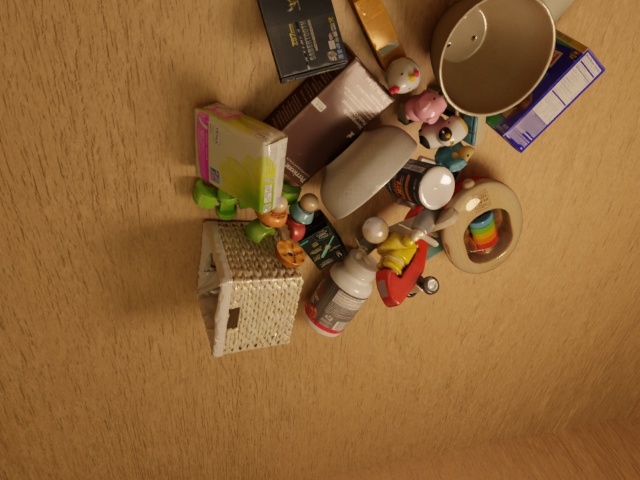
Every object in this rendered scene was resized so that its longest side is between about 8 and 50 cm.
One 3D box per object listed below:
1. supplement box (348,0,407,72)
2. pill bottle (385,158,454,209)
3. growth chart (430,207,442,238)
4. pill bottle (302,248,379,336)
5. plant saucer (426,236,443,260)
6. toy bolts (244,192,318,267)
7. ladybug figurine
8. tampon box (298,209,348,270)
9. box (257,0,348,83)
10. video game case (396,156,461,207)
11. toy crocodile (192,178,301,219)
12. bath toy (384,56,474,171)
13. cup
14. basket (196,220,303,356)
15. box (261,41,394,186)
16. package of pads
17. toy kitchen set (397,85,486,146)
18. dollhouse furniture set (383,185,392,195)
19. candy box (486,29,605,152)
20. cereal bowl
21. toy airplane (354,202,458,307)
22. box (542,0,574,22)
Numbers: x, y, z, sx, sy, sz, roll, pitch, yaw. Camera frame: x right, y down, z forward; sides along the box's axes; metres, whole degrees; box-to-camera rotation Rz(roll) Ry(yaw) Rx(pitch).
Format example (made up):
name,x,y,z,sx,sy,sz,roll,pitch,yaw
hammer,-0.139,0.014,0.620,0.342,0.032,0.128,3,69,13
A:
name,x,y,z,sx,sy,sz,roll,pitch,yaw
supplement box,0.159,-0.585,1.502,0.080,0.078,0.233,-33,130,8
pill bottle,0.284,-0.182,1.657,0.131,0.246,0.130,-8,109,-24
growth chart,0.499,-0.092,2.025,0.172,0.021,0.237,17,120,-29
pill bottle,0.082,0.190,2.006,0.176,0.176,0.318,19,118,-29
plant saucer,0.400,0.058,2.097,0.192,0.018,0.067,-35,132,18
toy bolts,-0.079,-0.054,1.671,0.158,0.218,0.228,-53,167,32
ladybug figurine,0.558,-0.067,1.940,0.305,0.162,0.449,-26,133,-1
tampon box,0.000,0.000,1.882,0.120,0.101,0.161,-30,130,7
box,-0.047,-0.544,1.405,0.184,0.059,0.232,-15,93,-5
video game case,0.380,-0.190,1.911,0.173,0.022,0.190,12,121,-25
toy crocodile,-0.228,-0.143,1.707,0.341,0.105,0.115,-6,150,-16
bath toy,0.303,-0.356,1.534,0.151,0.129,0.348,-20,121,39
cup,0.440,-0.549,1.516,0.331,0.237,0.331,-8,129,-11
basket,-0.246,0.145,1.780,0.267,0.331,0.328,-3,127,-23
box,0.002,-0.361,1.586,0.381,0.143,0.191,-41,127,17
package of pads,-0.227,-0.240,1.515,0.101,0.297,0.229,-31,141,-42
toy kitchen set,0.363,-0.357,1.643,0.166,0.207,0.122,-29,137,-20
dollhouse furniture set,0.201,-0.174,1.836,0.081,0.091,0.114,-22,134,20
candy box,0.615,-0.466,1.615,0.122,0.268,0.317,28,114,-38
cereal bowl,0.120,-0.227,1.626,0.339,0.339,0.141,-41,101,14
toy airplane,0.265,-0.025,1.770,0.273,0.384,0.386,21,117,-21
box,0.683,-0.778,1.480,0.121,0.148,0.311,24,118,-32
